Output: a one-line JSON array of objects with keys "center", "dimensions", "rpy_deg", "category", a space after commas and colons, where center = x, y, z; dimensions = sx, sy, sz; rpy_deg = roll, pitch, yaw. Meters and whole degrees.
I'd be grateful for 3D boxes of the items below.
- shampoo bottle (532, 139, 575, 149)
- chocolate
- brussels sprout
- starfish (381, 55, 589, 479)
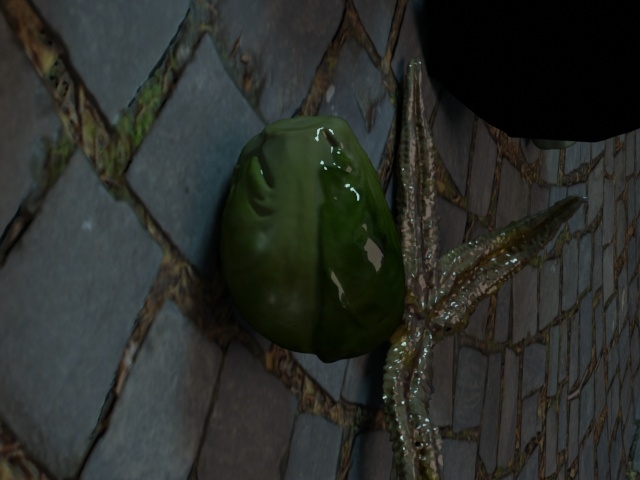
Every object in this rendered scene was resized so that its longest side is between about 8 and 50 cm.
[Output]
[{"center": [0.335, -0.321, 1.382], "dimensions": [0.134, 0.078, 0.359], "rpy_deg": [-57, 140, -50], "category": "shampoo bottle"}, {"center": [0.311, -0.355, 1.087], "dimensions": [0.331, 0.384, 0.383], "rpy_deg": [-84, 157, -43], "category": "chocolate"}, {"center": [-0.002, 0.006, 0.690], "dimensions": [0.145, 0.131, 0.183], "rpy_deg": [-67, 144, -43], "category": "brussels sprout"}, {"center": [0.121, 0.045, 0.946], "dimensions": [0.398, 0.132, 0.383], "rpy_deg": [-43, 122, -36], "category": "starfish"}]
